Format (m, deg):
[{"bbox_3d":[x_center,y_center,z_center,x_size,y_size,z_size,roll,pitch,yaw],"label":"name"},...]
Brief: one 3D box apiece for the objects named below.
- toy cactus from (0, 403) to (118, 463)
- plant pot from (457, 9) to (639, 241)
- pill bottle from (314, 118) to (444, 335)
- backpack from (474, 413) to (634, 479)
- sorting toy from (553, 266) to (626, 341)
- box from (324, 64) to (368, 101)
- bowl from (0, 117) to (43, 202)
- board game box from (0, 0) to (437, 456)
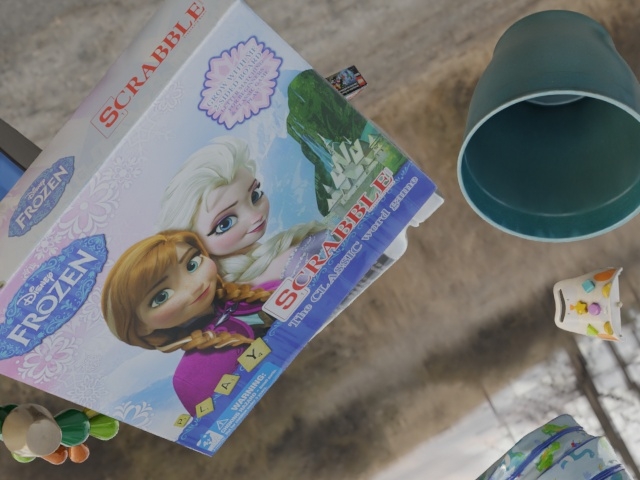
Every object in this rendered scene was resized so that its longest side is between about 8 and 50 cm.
[{"bbox_3d":[-0.284,0.169,1.127,0.219,0.112,0.180,20,170,-27],"label":"toy cactus"},{"bbox_3d":[0.334,-0.181,1.661,0.271,0.271,0.255,-30,-147,33],"label":"plant pot"},{"bbox_3d":[0.000,0.000,1.774,0.361,0.204,0.204,-43,171,11],"label":"pill bottle"},{"bbox_3d":[0.368,0.452,1.954,0.290,0.273,0.355,-16,168,-28],"label":"backpack"},{"bbox_3d":[0.292,0.073,1.292,0.075,0.083,0.045,0,-173,39],"label":"sorting toy"},{"bbox_3d":[-0.043,-0.197,1.971,0.159,0.044,0.233,-31,176,-42],"label":"box"},{"bbox_3d":[-0.324,-0.048,1.317,0.077,0.391,0.391,-50,175,-1],"label":"bowl"},{"bbox_3d":[-0.092,0.000,0.928,0.319,0.066,0.318,-51,141,3],"label":"board game box"}]
